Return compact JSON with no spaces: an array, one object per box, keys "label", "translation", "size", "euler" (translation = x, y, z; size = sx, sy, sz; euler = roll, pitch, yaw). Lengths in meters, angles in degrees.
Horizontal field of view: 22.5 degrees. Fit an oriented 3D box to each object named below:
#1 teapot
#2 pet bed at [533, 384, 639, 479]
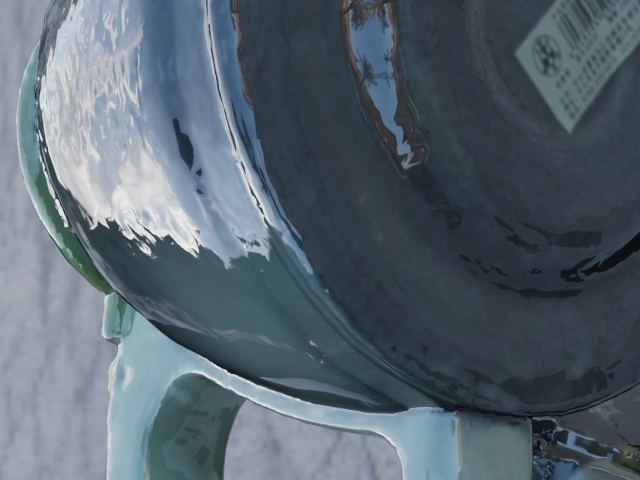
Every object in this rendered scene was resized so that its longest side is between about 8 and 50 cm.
[{"label":"teapot","translation":[0.015,-0.012,0.596],"size":[0.239,0.239,0.321],"euler":[-12,101,51]},{"label":"pet bed","translation":[0.190,0.155,0.774],"size":[0.159,0.211,0.183],"euler":[18,111,33]}]
